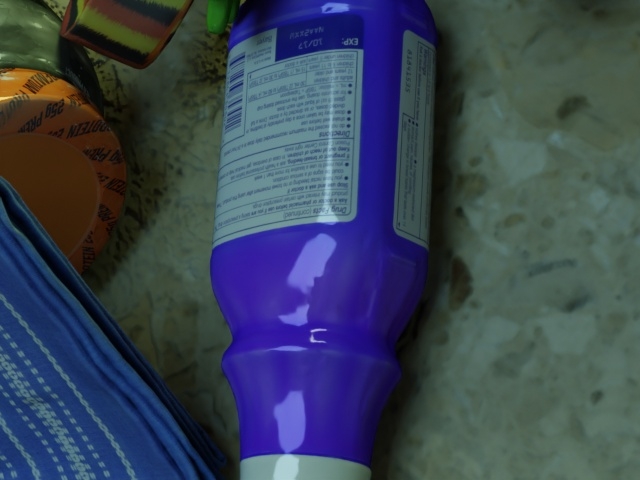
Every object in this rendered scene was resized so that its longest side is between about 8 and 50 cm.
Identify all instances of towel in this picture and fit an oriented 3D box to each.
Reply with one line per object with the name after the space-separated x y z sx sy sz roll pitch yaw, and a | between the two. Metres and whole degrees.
-0.238 0.084 0.942 0.336 0.243 0.040 -13 34 33 | towel

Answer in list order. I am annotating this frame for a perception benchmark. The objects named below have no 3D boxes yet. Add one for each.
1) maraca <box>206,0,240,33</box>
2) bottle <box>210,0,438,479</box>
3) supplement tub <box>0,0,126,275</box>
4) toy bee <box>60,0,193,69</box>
-0.041 -0.201 0.859 0.099 0.127 0.185 10 106 6 | maraca
0.000 0.000 0.880 0.118 0.092 0.282 -12 67 38 | bottle
-0.273 -0.105 1.046 0.207 0.207 0.338 -52 51 9 | supplement tub
-0.077 -0.258 0.961 0.162 0.195 0.298 -30 64 58 | toy bee
